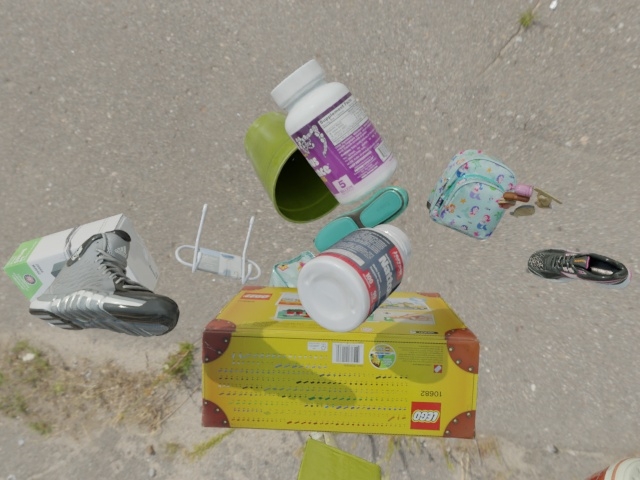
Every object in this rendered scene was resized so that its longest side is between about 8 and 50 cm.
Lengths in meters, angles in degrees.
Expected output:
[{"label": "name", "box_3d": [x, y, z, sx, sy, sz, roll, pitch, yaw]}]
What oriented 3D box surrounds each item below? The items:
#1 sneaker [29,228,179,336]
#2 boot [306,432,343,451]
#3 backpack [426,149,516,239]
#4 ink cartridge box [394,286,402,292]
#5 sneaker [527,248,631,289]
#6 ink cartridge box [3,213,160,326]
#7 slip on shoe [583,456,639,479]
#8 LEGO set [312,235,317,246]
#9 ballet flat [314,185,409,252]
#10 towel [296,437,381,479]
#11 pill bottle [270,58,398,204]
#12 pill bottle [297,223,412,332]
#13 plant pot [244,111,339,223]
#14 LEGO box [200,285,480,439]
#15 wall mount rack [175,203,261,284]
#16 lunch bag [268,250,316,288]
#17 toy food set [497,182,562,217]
[{"label": "sneaker", "box_3d": [-0.252, 0.041, 0.592, 0.228, 0.086, 0.132, -2, 57, 27]}, {"label": "boot", "box_3d": [0.021, 0.648, 1.398, 0.095, 0.262, 0.203, -29, 72, 8]}, {"label": "backpack", "box_3d": [0.474, -0.144, 1.493, 0.225, 0.191, 0.253, 22, 111, -7]}, {"label": "ink cartridge box", "box_3d": [0.196, 0.168, 1.444, 0.092, 0.160, 0.219, -33, 118, 2]}, {"label": "sneaker", "box_3d": [0.492, 0.044, 0.921, 0.178, 0.077, 0.072, 4, 75, 31]}, {"label": "ink cartridge box", "box_3d": [-0.566, 0.075, 1.170, 0.273, 0.115, 0.198, -16, 123, 5]}, {"label": "slip on shoe", "box_3d": [0.391, 0.293, 0.473, 0.331, 0.101, 0.123, 19, 52, -13]}, {"label": "LEGO set", "box_3d": [0.002, -0.001, 1.501, 0.083, 0.054, 0.023, -4, 118, 33]}, {"label": "ballet flat", "box_3d": [0.098, -0.040, 1.070, 0.247, 0.087, 0.083, -33, 84, 30]}, {"label": "towel", "box_3d": [0.017, 0.282, 0.487, 0.102, 0.237, 0.021, 22, 96, 3]}, {"label": "pill bottle", "box_3d": [0.027, -0.242, 1.081, 0.169, 0.169, 0.301, -36, 102, 10]}, {"label": "pill bottle", "box_3d": [0.059, 0.042, 0.687, 0.108, 0.180, 0.108, 15, 119, 29]}, {"label": "plant pot", "box_3d": [-0.106, -0.310, 1.822, 0.366, 0.366, 0.353, -51, 51, 7]}, {"label": "LEGO box", "box_3d": [0.038, 0.233, 1.029, 0.500, 0.372, 0.193, 2, 97, 3]}, {"label": "wall mount rack", "box_3d": [-0.383, 0.020, 1.918, 0.350, 0.304, 0.130, 15, 130, -21]}, {"label": "lunch bag", "box_3d": [-0.031, 0.200, 1.375, 0.160, 0.223, 0.262, -25, 62, -32]}, {"label": "toy food set", "box_3d": [0.355, -0.073, 0.834, 0.078, 0.122, 0.019, 26, 76, -13]}]
